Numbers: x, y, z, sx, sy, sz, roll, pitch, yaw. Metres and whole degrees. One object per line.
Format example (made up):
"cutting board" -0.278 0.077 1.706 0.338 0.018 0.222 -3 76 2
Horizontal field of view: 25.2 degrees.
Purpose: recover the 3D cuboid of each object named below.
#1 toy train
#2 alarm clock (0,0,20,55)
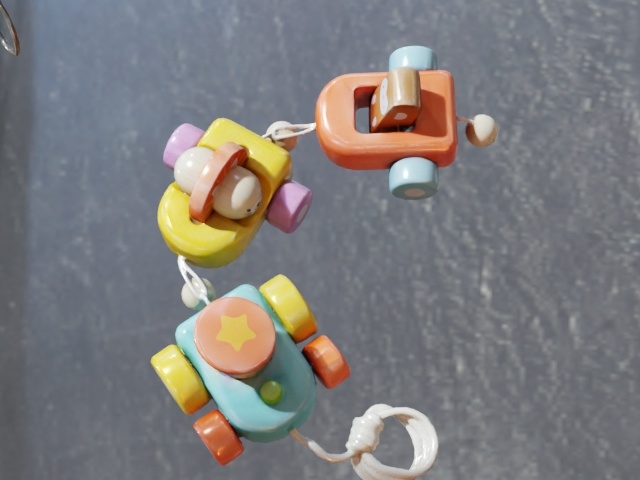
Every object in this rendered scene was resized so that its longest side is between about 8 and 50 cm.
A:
"toy train" 0.000 0.000 0.511 0.046 0.125 0.166 83 -169 -69
"alarm clock" -0.219 -0.196 0.836 0.192 0.064 0.129 64 156 -3
